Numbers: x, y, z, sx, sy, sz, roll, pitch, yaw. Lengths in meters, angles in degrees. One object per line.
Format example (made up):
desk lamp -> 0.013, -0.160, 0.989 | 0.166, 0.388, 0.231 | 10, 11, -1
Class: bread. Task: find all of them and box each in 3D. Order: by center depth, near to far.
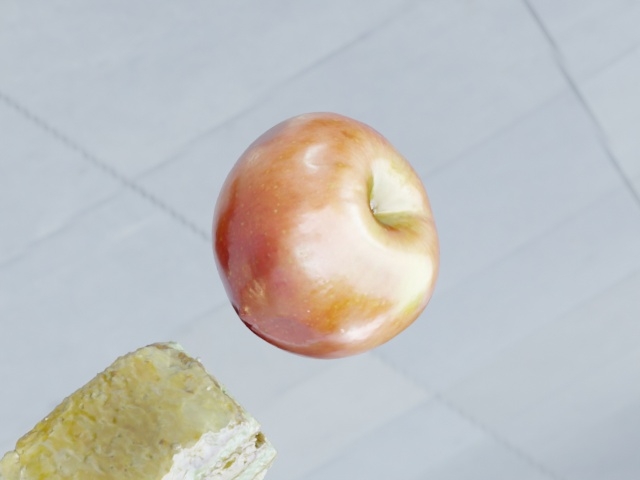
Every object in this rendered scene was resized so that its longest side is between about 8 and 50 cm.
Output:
bread -> -0.144, 0.177, 1.588 | 0.196, 0.138, 0.102 | -38, 150, -12

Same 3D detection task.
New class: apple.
apple -> 0.000, 0.000, 1.324 | 0.139, 0.163, 0.163 | -27, 165, 38
